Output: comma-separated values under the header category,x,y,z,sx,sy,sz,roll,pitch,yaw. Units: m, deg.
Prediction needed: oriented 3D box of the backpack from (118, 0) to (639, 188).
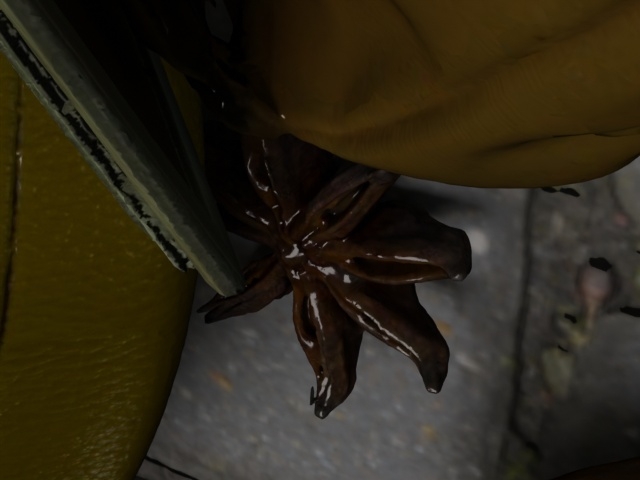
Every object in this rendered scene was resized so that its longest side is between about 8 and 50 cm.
category,x,y,z,sx,sy,sz,roll,pitch,yaw
backpack,0.028,-0.198,0.366,0.353,0.201,0.378,-11,112,56

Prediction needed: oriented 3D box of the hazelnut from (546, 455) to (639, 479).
category,x,y,z,sx,sy,sz,roll,pitch,yaw
hazelnut,0.097,0.167,0.636,0.182,0.182,0.182,18,133,20

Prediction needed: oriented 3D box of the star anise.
category,x,y,z,sx,sy,sz,roll,pitch,yaw
star anise,0.002,0.000,0.664,0.141,0.042,0.141,27,137,28

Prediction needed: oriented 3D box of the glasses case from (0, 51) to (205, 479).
category,x,y,z,sx,sy,sz,roll,pitch,yaw
glasses case,-0.136,0.025,0.680,0.141,0.173,0.371,-1,146,-21

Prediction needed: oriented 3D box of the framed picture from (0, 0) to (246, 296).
category,x,y,z,sx,sy,sz,roll,pitch,yaw
framed picture,-0.107,-0.140,0.411,0.018,0.231,0.293,-26,143,4
